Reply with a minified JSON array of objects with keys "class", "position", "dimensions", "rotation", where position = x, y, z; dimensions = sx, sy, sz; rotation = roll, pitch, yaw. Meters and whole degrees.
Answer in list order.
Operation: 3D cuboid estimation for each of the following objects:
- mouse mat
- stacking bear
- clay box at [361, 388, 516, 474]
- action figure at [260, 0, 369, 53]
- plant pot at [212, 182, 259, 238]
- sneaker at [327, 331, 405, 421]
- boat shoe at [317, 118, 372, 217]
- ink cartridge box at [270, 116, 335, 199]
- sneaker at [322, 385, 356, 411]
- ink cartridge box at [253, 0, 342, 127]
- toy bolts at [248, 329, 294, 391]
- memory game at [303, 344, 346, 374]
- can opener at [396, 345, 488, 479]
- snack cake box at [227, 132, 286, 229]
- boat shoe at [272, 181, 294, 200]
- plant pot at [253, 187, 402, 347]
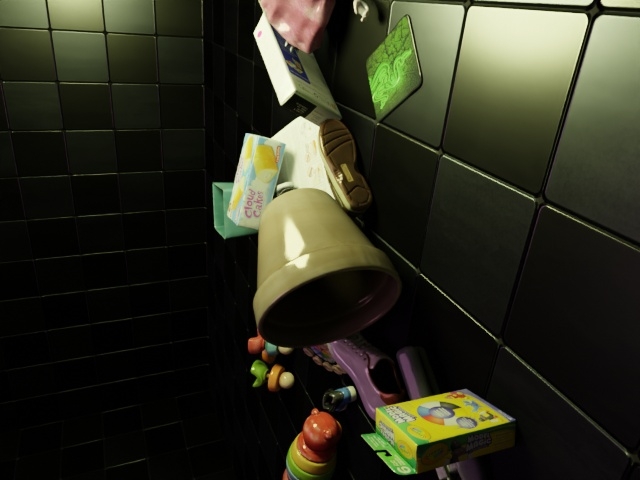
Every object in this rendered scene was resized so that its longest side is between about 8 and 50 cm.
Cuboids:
[{"class":"mouse mat","position":[0.148,-0.353,1.057],"dimensions":[0.190,0.007,0.152],"rotation":[149,112,-67]},{"class":"stacking bear","position":[-0.014,0.636,1.520],"dimensions":[0.175,0.164,0.289],"rotation":[-126,41,-50]},{"class":"clay box","position":[0.192,0.311,0.836],"dimensions":[0.127,0.222,0.053],"rotation":[-160,69,-65]},{"class":"action figure","position":[0.016,-0.612,1.163],"dimensions":[0.370,0.248,0.275],"rotation":[-31,26,54]},{"class":"plant pot","position":[-0.237,-0.113,1.746],"dimensions":[0.166,0.234,0.165],"rotation":[-148,56,-61]},{"class":"sneaker","position":[0.113,0.274,1.199],"dimensions":[0.290,0.106,0.123],"rotation":[54,137,36]},{"class":"boat shoe","position":[0.045,-0.172,1.242],"dimensions":[0.095,0.095,0.257],"rotation":[119,139,-63]},{"class":"ink cartridge box","position":[-0.041,-0.196,1.501],"dimensions":[0.385,0.091,0.308],"rotation":[-22,74,49]},{"class":"sneaker","position":[0.038,0.452,1.425],"dimensions":[0.152,0.085,0.058],"rotation":[124,135,-58]},{"class":"ink cartridge box","position":[-0.072,-0.464,1.335],"dimensions":[0.069,0.176,0.370],"rotation":[-36,56,30]},{"class":"toy bolts","position":[-0.159,0.427,1.899],"dimensions":[0.218,0.159,0.228],"rotation":[-58,-30,-54]},{"class":"memory game","position":[0.001,0.319,1.436],"dimensions":[0.186,0.012,0.186],"rotation":[31,151,20]},{"class":"can opener","position":[0.236,0.332,0.967],"dimensions":[0.095,0.076,0.283],"rotation":[-32,61,30]},{"class":"snack cake box","position":[-0.195,-0.177,1.506],"dimensions":[0.152,0.089,0.264],"rotation":[32,109,63]},{"class":"boat shoe","position":[-0.115,-0.135,1.492],"dimensions":[0.142,0.049,0.040],"rotation":[-27,76,57]},{"class":"plant pot","position":[-0.014,0.045,1.146],"dimensions":[0.323,0.323,0.280],"rotation":[111,147,-48]}]
